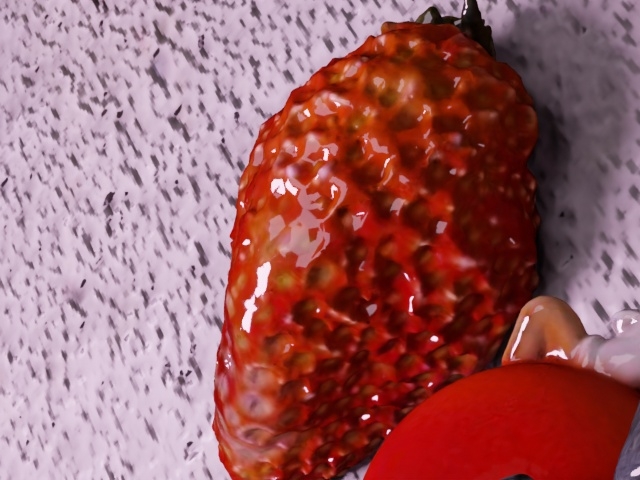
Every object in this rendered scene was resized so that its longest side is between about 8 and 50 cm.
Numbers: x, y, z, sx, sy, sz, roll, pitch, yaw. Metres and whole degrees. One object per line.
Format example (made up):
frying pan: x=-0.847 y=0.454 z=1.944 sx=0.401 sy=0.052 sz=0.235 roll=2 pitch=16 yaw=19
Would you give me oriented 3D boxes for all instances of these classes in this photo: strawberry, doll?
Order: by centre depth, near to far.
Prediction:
doll: x=0.101 y=0.110 z=0.624 sx=0.217 sy=0.085 sz=0.183 roll=-24 pitch=62 yaw=17
strawberry: x=0.005 y=0.001 z=0.735 sx=0.175 sy=0.106 sz=0.236 roll=3 pitch=78 yaw=45

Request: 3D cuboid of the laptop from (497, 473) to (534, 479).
laptop: x=0.060 y=0.194 z=0.596 sx=0.154 sy=0.026 sz=0.207 roll=-28 pitch=91 yaw=37

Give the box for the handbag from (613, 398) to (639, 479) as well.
handbag: x=0.178 y=-0.002 z=0.486 sx=0.270 sy=0.088 sz=0.175 roll=149 pitch=135 yaw=-64
